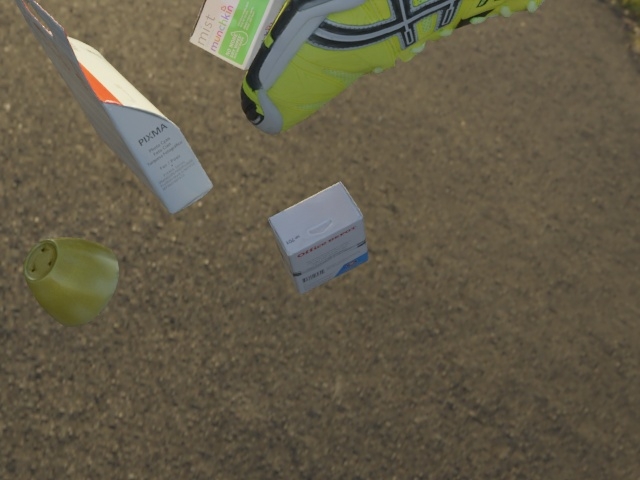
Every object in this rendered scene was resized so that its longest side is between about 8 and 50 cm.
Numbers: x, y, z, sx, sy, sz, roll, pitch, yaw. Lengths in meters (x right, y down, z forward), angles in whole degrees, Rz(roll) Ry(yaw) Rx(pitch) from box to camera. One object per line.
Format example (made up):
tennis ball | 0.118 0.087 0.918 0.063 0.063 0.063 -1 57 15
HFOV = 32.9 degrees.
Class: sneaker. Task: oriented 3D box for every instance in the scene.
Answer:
sneaker | 0.089 -0.202 0.810 0.147 0.385 0.145 41 25 -15

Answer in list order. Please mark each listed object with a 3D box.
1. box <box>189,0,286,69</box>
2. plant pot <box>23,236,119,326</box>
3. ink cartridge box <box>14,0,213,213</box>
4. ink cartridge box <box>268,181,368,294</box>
box | -0.100 -0.458 1.969 0.127 0.262 0.231 29 18 10
plant pot | -0.379 0.048 1.595 0.095 0.134 0.134 38 17 -50
ink cartridge box | -0.341 -0.256 1.705 0.091 0.385 0.308 -36 46 -11
ink cartridge box | 0.000 0.000 1.826 0.140 0.190 0.082 -27 66 -6
